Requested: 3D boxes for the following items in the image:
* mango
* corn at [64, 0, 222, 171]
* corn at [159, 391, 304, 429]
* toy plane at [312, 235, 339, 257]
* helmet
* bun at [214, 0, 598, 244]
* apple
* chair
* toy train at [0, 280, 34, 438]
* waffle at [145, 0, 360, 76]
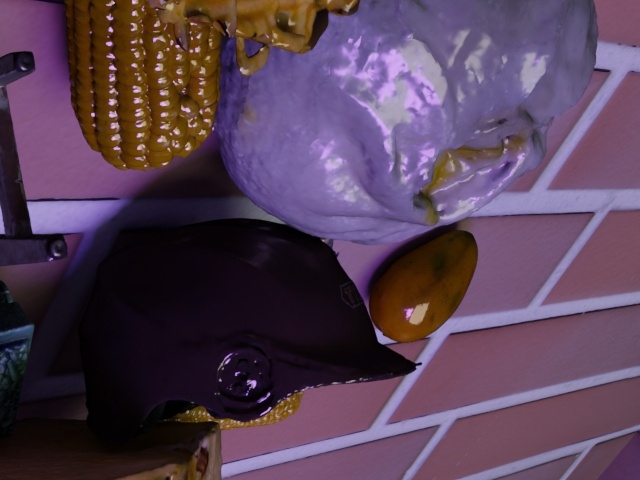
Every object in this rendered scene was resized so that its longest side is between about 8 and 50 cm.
[{"bbox_3d":[0.128,0.057,1.438,0.163,0.089,0.111,-31,148,-33],"label":"mango"},{"bbox_3d":[-0.123,-0.174,0.828,0.119,0.119,0.321,-22,140,-29],"label":"corn"},{"bbox_3d":[-0.115,0.165,1.296,0.091,0.091,0.260,-18,163,33],"label":"corn"},{"bbox_3d":[0.000,0.000,1.276,0.120,0.031,0.049,-45,141,12],"label":"toy plane"},{"bbox_3d":[-0.078,0.066,1.067,0.305,0.177,0.225,-15,176,9],"label":"helmet"},{"bbox_3d":[0.082,-0.135,1.017,0.362,0.211,0.362,-29,150,-19],"label":"bun"},{"bbox_3d":[-0.191,0.260,1.028,0.252,0.314,0.309,-44,179,10],"label":"apple"},{"bbox_3d":[-0.298,-0.034,0.821,0.136,0.147,0.270,-13,-177,-36],"label":"chair"},{"bbox_3d":[-0.291,0.106,1.013,0.070,0.099,0.172,-13,139,-35],"label":"toy train"},{"bbox_3d":[-0.031,-0.251,0.733,0.329,0.062,0.329,-33,131,-48],"label":"waffle"}]
